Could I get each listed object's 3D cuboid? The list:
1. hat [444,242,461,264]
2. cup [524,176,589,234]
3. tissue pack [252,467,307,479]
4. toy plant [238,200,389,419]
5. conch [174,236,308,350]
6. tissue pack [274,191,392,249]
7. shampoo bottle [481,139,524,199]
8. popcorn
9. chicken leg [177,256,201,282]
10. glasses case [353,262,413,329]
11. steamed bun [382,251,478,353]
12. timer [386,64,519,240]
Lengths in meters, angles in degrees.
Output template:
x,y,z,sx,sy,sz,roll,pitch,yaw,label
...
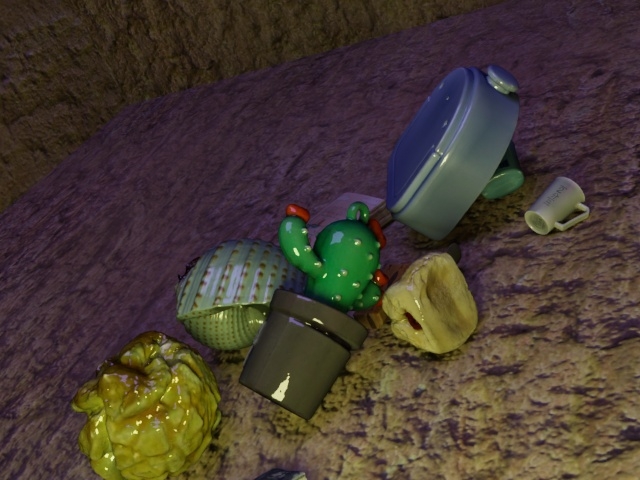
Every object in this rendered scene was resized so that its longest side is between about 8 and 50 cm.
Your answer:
x,y,z,sx,sy,sz,roll,pitch,yaw,label
0.230,0.080,1.820,0.166,0.081,0.122,-35,-17,-52,hat
0.483,-0.063,1.858,0.104,0.074,0.116,35,64,29,cup
-0.102,0.412,1.437,0.156,0.051,0.112,-24,6,-31,tissue pack
0.000,0.109,1.666,0.400,0.279,0.185,-62,15,-12,toy plant
-0.145,0.098,1.876,0.319,0.303,0.215,-9,71,2,conch
0.000,0.000,2.162,0.325,0.071,0.170,-37,26,-22,tissue pack
0.410,-0.184,2.149,0.104,0.061,0.258,-25,24,16,shampoo bottle
-0.309,0.300,1.683,0.282,0.247,0.282,-28,15,8,popcorn
-0.240,0.055,2.302,0.253,0.051,0.106,-19,32,11,chicken leg
0.133,0.111,1.863,0.064,0.041,0.170,-4,34,36,glasses case
0.181,0.123,1.685,0.141,0.172,0.155,-31,5,-38,steamed bun
0.305,-0.209,2.028,0.395,0.173,0.395,-57,11,17,timer
